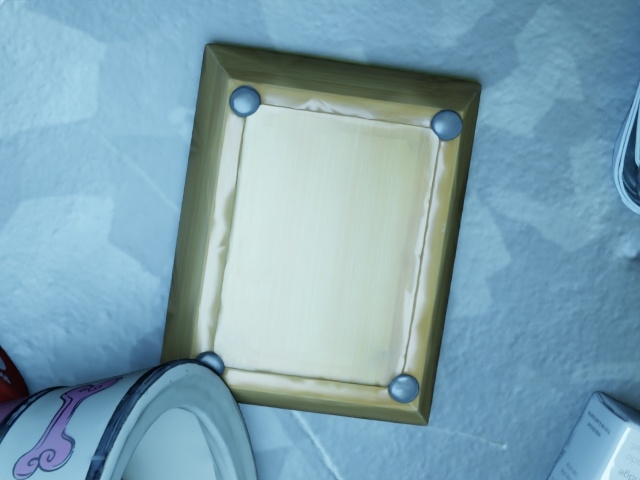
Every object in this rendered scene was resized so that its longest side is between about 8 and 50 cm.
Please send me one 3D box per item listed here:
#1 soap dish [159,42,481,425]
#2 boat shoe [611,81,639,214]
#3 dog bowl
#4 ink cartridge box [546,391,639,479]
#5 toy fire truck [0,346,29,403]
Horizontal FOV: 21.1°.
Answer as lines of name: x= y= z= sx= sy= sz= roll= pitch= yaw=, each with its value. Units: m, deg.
soap dish: x=0.000 y=0.000 z=1.381 sx=0.229 sy=0.118 sz=0.290 roll=8 pitch=95 yaw=-5
boat shoe: x=0.328 y=-0.174 z=1.382 sx=0.121 sy=0.119 sz=0.335 roll=13 pitch=95 yaw=-5
dog bowl: x=-0.170 y=0.287 z=1.248 sx=0.150 sy=0.408 sz=0.407 roll=1 pitch=97 yaw=16
ink cartridge box: x=0.266 y=0.315 z=1.428 sx=0.226 sy=0.131 sz=0.306 roll=26 pitch=93 yaw=-6
toy fire truck: x=-0.364 y=0.099 z=1.299 sx=0.169 sy=0.254 sz=0.302 roll=-38 pitch=97 yaw=1
